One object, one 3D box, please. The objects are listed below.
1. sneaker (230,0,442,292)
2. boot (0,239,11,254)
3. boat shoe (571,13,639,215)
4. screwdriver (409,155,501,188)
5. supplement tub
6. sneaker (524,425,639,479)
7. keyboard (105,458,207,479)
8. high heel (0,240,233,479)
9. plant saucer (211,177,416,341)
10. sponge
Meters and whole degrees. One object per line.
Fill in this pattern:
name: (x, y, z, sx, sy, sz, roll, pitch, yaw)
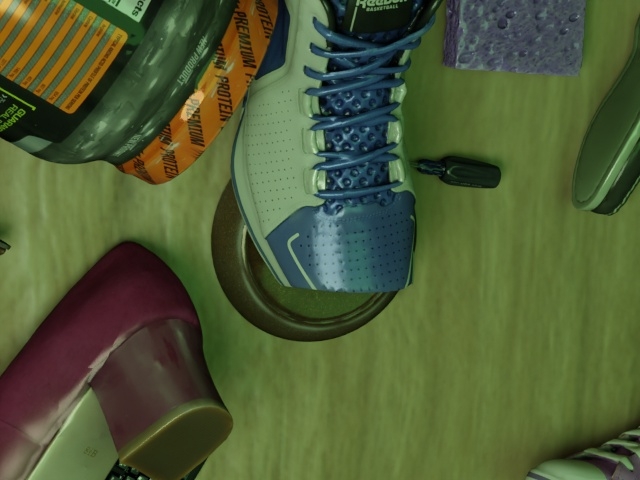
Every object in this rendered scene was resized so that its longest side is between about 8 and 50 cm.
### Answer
sneaker: (0.011, -0.118, 1.059, 0.127, 0.182, 0.316, -6, 90, -16)
boot: (-0.283, 0.038, 1.068, 0.106, 0.037, 0.114, 16, 90, -11)
boat shoe: (0.280, -0.117, 1.250, 0.068, 0.081, 0.228, 27, 86, -20)
screwdriver: (0.065, -0.063, 1.210, 0.169, 0.025, 0.024, 9, 96, -15)
supplement tub: (-0.208, -0.185, 0.968, 0.338, 0.207, 0.207, 31, 87, -24)
sneaker: (0.294, 0.172, 1.304, 0.282, 0.102, 0.161, 9, 92, -34)
keyboard: (-0.156, 0.191, 1.156, 0.108, 0.023, 0.180, 33, 85, -24)
high heel: (-0.239, 0.163, 1.104, 0.377, 0.181, 0.127, -32, 139, 3)
plant saucer: (0.000, 0.000, 1.175, 0.168, 0.029, 0.169, -3, 101, -17)
sponge: (0.159, -0.238, 1.207, 0.117, 0.031, 0.210, -1, 100, -23)
